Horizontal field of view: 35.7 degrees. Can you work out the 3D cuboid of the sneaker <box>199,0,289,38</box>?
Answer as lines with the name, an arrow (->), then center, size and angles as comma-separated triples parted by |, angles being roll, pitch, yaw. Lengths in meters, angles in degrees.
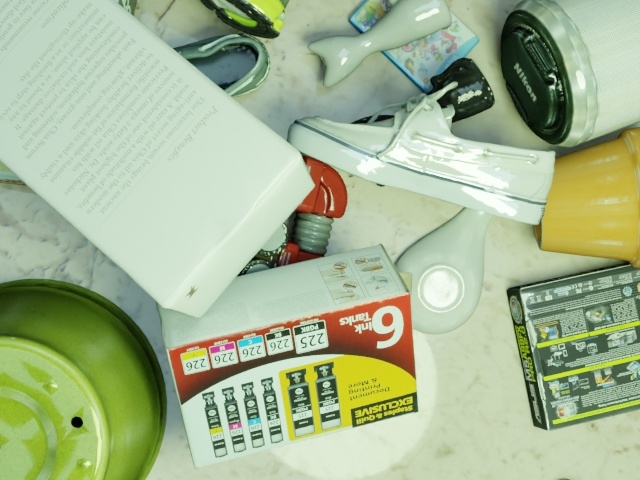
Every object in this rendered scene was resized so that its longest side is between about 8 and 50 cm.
sneaker -> -0.156, -0.398, 1.324 | 0.300, 0.111, 0.121 | 35, 70, -27

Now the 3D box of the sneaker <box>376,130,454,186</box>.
sneaker -> 0.169, -0.101, 1.466 | 0.170, 0.051, 0.089 | -31, 88, -13

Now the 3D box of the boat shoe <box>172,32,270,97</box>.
boat shoe -> -0.222, -0.216, 1.382 | 0.320, 0.099, 0.116 | -18, 94, -8

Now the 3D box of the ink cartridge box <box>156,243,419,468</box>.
ink cartridge box -> -0.036, 0.178, 1.319 | 0.310, 0.130, 0.271 | -13, 123, -8

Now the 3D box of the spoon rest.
spoon rest -> 0.209, 0.013, 1.464 | 0.137, 0.084, 0.276 | 34, 96, -5

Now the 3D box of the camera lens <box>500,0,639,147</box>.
camera lens -> 0.415, -0.271, 1.429 | 0.274, 0.219, 0.219 | -20, 91, -10

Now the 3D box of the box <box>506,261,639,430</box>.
box -> 0.433, 0.150, 1.493 | 0.270, 0.060, 0.216 | -12, 90, -9

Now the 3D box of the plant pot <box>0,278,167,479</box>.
plant pot -> -0.369, 0.229, 1.210 | 0.367, 0.353, 0.366 | 0, 88, -10

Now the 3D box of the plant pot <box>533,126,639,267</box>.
plant pot -> 0.407, -0.057, 1.442 | 0.188, 0.205, 0.205 | -5, 88, 7

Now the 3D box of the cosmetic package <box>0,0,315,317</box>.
cosmetic package -> -0.253, -0.140, 1.191 | 0.453, 0.161, 0.230 | 41, 87, 11

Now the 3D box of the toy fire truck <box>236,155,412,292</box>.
toy fire truck -> 0.000, 0.000, 1.401 | 0.246, 0.158, 0.217 | 14, 90, -28

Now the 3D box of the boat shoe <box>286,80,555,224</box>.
boat shoe -> 0.145, -0.142, 1.344 | 0.367, 0.136, 0.156 | 16, 98, 0

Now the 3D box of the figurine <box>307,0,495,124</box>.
figurine -> 0.111, -0.241, 1.439 | 0.209, 0.092, 0.214 | -28, 94, 3

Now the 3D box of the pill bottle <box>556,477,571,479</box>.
pill bottle -> 0.372, 0.377, 1.458 | 0.043, 0.083, 0.043 | 0, 87, -10

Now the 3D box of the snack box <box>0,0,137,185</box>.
snack box -> -0.362, -0.232, 1.341 | 0.187, 0.060, 0.321 | 7, 82, 15

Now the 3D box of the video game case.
video game case -> 0.141, -0.315, 1.491 | 0.166, 0.015, 0.119 | 43, 81, -5
